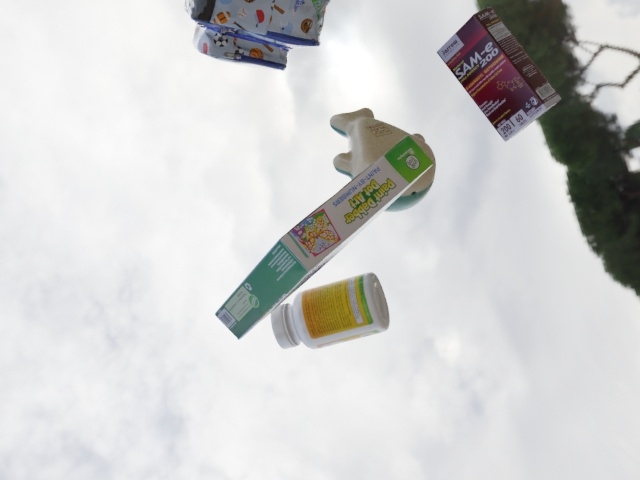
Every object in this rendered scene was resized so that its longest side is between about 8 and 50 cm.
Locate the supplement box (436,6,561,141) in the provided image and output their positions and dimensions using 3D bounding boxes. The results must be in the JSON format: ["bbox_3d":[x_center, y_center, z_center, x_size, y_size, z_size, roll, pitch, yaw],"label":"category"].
[{"bbox_3d":[0.362,-0.339,1.785,0.073,0.130,0.239,-32,-97,-42],"label":"supplement box"}]

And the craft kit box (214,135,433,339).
[{"bbox_3d":[0.000,0.000,1.115,0.061,0.250,0.246,46,-123,1],"label":"craft kit box"}]

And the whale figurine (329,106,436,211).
[{"bbox_3d":[0.119,-0.165,1.803,0.216,0.141,0.272,-19,-131,-23],"label":"whale figurine"}]

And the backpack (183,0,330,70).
[{"bbox_3d":[-0.119,-0.428,1.637,0.263,0.276,0.213,2,-67,-15],"label":"backpack"}]

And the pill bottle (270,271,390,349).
[{"bbox_3d":[0.020,0.165,1.949,0.136,0.245,0.136,-16,-90,-75],"label":"pill bottle"}]
